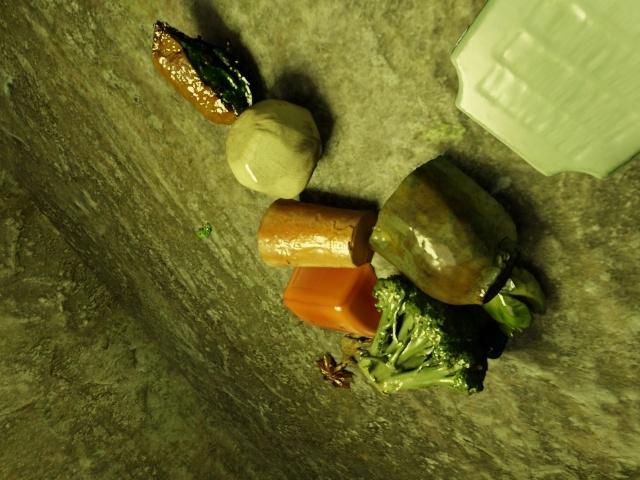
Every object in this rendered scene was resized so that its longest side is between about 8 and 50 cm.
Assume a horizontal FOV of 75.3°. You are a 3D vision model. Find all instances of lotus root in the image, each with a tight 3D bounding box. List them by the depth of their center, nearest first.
[{"bbox_3d":[0.238,0.024,0.828,0.260,0.149,0.267,48,148,21],"label":"lotus root"}]

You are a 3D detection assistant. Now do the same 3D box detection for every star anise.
[{"bbox_3d":[0.051,0.486,1.525,0.168,0.057,0.167,23,138,22],"label":"star anise"}]

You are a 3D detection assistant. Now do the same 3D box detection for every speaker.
[{"bbox_3d":[0.395,0.237,0.996,0.095,0.075,0.060,6,135,45],"label":"speaker"}]

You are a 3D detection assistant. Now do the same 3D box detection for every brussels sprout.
[{"bbox_3d":[0.388,0.113,0.879,0.181,0.100,0.139,53,156,-21],"label":"brussels sprout"}]

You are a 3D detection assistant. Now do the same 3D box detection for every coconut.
[{"bbox_3d":[-0.090,-0.200,0.909,0.224,0.224,0.224,23,137,23],"label":"coconut"}]

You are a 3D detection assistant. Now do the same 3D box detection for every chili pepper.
[{"bbox_3d":[-0.408,-0.030,1.458,0.091,0.030,0.034,-26,82,47],"label":"chili pepper"}]

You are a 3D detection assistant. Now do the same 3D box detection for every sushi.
[{"bbox_3d":[-0.239,-0.369,0.910,0.140,0.148,0.287,-11,138,34],"label":"sushi"}]

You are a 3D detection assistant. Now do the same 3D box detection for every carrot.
[{"bbox_3d":[0.000,0.000,1.022,0.255,0.196,0.195,11,132,30],"label":"carrot"}]

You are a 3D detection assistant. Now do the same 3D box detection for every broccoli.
[{"bbox_3d":[0.222,0.232,0.961,0.303,0.284,0.321,56,171,-6],"label":"broccoli"}]

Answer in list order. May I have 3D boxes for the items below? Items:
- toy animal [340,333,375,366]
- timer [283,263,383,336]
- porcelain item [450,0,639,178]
[{"bbox_3d":[0.115,0.351,1.337,0.149,0.054,0.275,24,143,-19],"label":"toy animal"},{"bbox_3d":[0.053,0.186,1.215,0.258,0.161,0.250,3,142,38],"label":"timer"},{"bbox_3d":[0.341,-0.248,0.531,0.286,0.157,0.281,38,143,4],"label":"porcelain item"}]
